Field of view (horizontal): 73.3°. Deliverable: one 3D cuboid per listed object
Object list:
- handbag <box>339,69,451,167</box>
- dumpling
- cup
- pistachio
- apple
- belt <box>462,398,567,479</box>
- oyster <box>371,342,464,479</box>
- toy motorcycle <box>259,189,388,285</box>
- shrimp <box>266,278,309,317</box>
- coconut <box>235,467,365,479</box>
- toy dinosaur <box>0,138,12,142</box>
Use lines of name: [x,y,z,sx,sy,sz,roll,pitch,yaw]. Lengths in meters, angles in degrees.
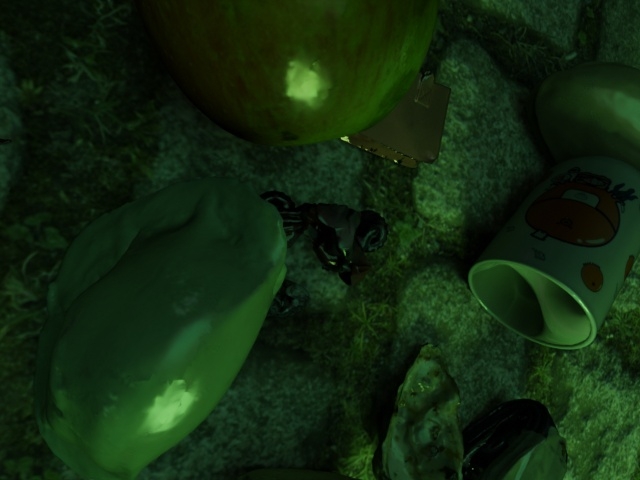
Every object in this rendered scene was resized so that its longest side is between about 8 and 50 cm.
handbag: [0.108,-0.220,0.697,0.212,0.059,0.158,16,83,-26]
dumpling: [-0.178,0.105,0.477,0.321,0.269,0.212,-48,129,-24]
cup: [0.442,0.004,0.772,0.317,0.212,0.212,-46,107,-22]
pistachio: [0.556,-0.222,0.847,0.331,0.208,0.226,35,118,-14]
apple: [-0.034,-0.269,0.481,0.339,0.339,0.340,1,88,-26]
belt: [0.311,0.375,0.734,0.230,0.139,0.126,-34,104,-17]
oyster: [0.170,0.320,0.692,0.166,0.094,0.295,20,64,-3]
toy motorcycle: [0.000,0.000,0.627,0.212,0.084,0.118,10,86,-18]
shrimp: [-0.094,0.070,0.593,0.165,0.057,0.065,22,112,-26]
coconut: [-0.009,0.429,0.502,0.297,0.297,0.255,18,70,-24]
toy dinosaur: [-0.450,-0.115,0.438,0.220,0.032,0.108,-6,89,-28]
